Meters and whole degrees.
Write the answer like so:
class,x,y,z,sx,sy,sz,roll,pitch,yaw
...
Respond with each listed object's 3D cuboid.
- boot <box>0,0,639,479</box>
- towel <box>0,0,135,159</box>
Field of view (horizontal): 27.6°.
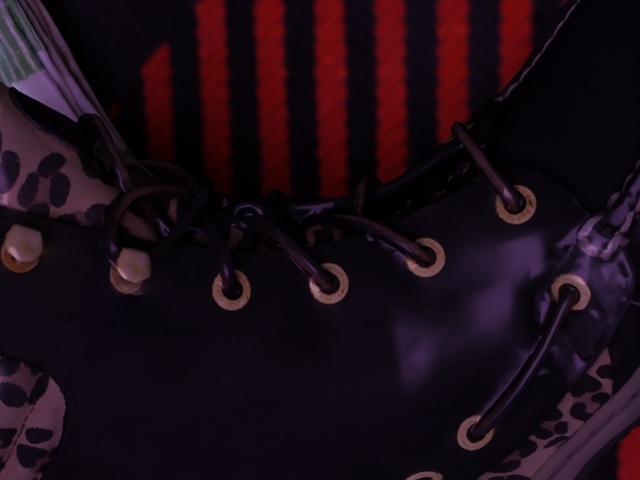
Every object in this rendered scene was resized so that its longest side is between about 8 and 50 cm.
class,x,y,z,sx,sy,sz,roll,pitch,yaw
boot,0.000,0.000,0.522,0.284,0.138,0.377,17,117,-22
towel,-0.217,-0.033,0.654,0.247,0.038,0.325,-27,103,19
